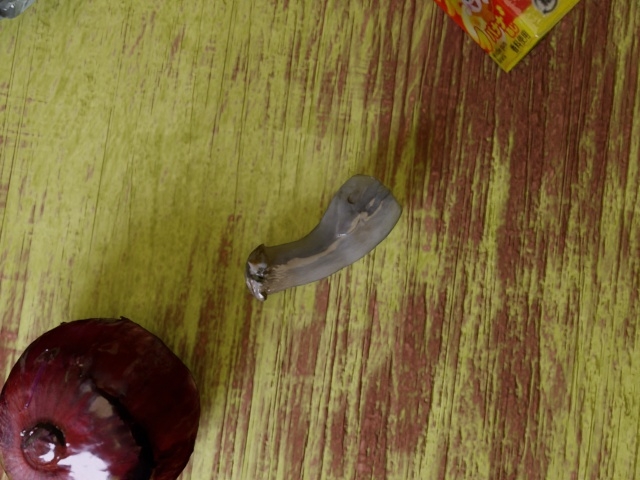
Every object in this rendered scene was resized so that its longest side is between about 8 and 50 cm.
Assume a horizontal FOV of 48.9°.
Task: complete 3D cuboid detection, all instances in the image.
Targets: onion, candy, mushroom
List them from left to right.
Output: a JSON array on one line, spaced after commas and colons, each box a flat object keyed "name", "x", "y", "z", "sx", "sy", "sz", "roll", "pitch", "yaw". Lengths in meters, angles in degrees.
[{"name": "onion", "x": -0.270, "y": 0.215, "z": 0.840, "sx": 0.247, "sy": 0.190, "sz": 0.246, "roll": 2, "pitch": 97, "yaw": 14}, {"name": "mushroom", "x": 0.002, "y": 0.004, "z": 0.915, "sx": 0.223, "sy": 0.081, "sz": 0.092, "roll": -35, "pitch": 105, "yaw": -1}, {"name": "candy", "x": 0.193, "y": -0.359, "z": 0.912, "sx": 0.088, "sy": 0.146, "sz": 0.276, "roll": -44, "pitch": 89, "yaw": -3}]

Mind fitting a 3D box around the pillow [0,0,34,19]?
[{"name": "pillow", "x": -0.497, "y": -0.387, "z": 0.909, "sx": 0.284, "sy": 0.138, "sz": 0.309, "roll": -27, "pitch": 85, "yaw": 6}]
